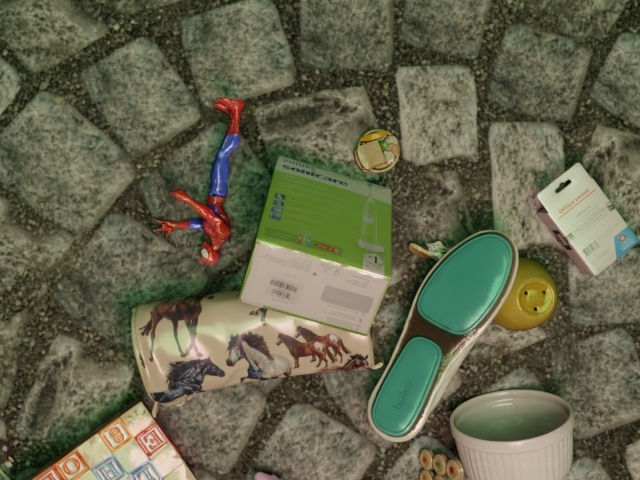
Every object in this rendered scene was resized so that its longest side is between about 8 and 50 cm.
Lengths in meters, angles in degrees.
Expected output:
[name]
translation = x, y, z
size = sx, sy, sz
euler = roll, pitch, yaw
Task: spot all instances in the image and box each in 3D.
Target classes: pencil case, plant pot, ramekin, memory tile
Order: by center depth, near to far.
[pencil case]
translation = -0.100, 0.167, 1.389
size = 0.410, 0.160, 0.184
euler = -8, 109, -5
[ramekin]
translation = 0.328, 0.343, 1.409
size = 0.207, 0.207, 0.109
euler = -11, 102, -5
[memory tile]
translation = 0.208, 0.443, 1.443
size = 0.012, 0.113, 0.148
euler = -3, 94, -31
[plant pot]
translation = 0.363, 0.097, 1.458
size = 0.134, 0.095, 0.134
euler = 0, 90, -5

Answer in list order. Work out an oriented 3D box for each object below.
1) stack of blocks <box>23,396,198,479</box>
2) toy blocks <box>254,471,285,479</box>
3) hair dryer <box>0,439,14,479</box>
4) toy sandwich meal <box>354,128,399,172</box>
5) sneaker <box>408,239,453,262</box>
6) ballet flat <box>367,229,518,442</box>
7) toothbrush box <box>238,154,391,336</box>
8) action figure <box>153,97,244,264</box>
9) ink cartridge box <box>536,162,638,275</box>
[stack of blocks]
translation = -0.374, 0.420, 1.379
size = 0.297, 0.087, 0.171
euler = -35, 94, -13
[toy blocks]
translation = -0.126, 0.528, 1.314
size = 0.288, 0.309, 0.260
euler = -44, 100, -3
[hair dryer]
translation = -0.605, 0.496, 1.389
size = 0.293, 0.080, 0.224
euler = -29, 94, -4
[toy sandwich meal]
translation = 0.100, -0.158, 1.465
size = 0.085, 0.029, 0.086
euler = 0, 91, -5
[sneaker]
translation = 0.198, 0.014, 1.479
size = 0.083, 0.032, 0.037
euler = 20, 75, -10
[ballet flat]
translation = 0.211, 0.164, 1.434
size = 0.139, 0.139, 0.400
euler = 30, 88, -5
[toothbrush box]
translation = 0.000, 0.000, 1.325
size = 0.206, 0.283, 0.122
euler = 16, 122, -5
[action figure]
translation = -0.209, -0.100, 1.411
size = 0.139, 0.091, 0.281
euler = 3, 89, -11
[ink cartridge box]
translation = 0.466, -0.039, 1.482
size = 0.104, 0.060, 0.180
euler = -38, 94, -3
